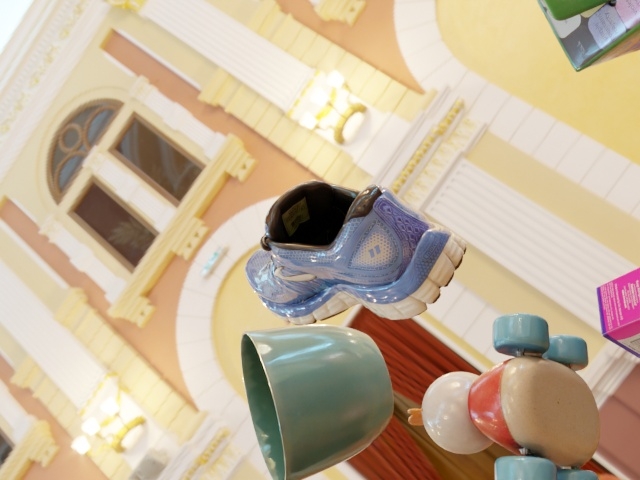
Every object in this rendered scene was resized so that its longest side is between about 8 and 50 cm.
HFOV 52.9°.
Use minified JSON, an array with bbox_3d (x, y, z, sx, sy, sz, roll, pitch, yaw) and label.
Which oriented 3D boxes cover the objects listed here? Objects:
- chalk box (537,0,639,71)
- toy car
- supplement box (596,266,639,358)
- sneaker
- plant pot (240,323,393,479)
[{"bbox_3d":[0.349,-0.316,0.693,0.289,0.180,0.179,-23,-6,-22],"label":"chalk box"},{"bbox_3d":[0.237,0.242,0.897,0.210,0.238,0.219,25,-120,-37],"label":"toy car"},{"bbox_3d":[0.617,0.105,1.131,0.220,0.111,0.113,-38,31,45],"label":"supplement box"},{"bbox_3d":[0.000,0.000,0.690,0.330,0.147,0.129,-16,33,57],"label":"sneaker"},{"bbox_3d":[-0.002,0.293,1.233,0.235,0.292,0.293,-11,-37,-18],"label":"plant pot"}]
